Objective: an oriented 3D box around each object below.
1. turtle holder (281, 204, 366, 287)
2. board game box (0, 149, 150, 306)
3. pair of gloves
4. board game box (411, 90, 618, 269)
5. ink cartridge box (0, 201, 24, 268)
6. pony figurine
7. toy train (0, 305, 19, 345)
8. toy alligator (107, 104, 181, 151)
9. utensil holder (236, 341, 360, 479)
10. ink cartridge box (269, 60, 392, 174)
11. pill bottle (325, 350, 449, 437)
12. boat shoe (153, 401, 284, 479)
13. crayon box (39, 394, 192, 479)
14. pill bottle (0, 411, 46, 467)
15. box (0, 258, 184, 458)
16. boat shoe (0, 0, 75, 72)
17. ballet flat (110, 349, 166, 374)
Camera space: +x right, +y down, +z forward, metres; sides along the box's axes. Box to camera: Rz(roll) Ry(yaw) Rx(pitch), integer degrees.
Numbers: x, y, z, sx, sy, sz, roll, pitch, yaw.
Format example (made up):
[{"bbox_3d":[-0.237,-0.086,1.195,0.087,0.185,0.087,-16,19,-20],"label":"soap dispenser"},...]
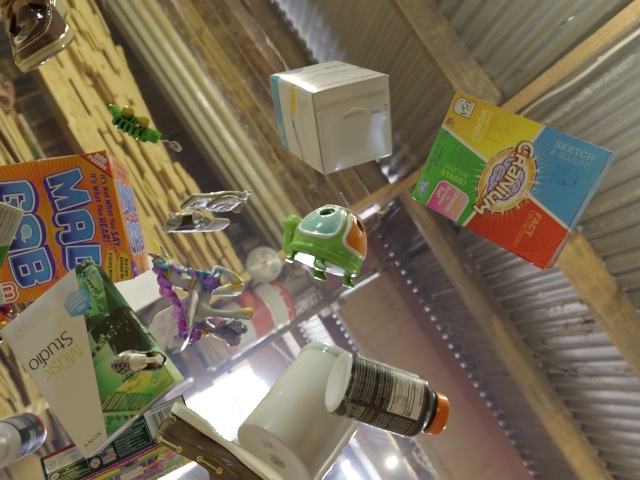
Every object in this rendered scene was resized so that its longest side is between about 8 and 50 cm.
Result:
[{"bbox_3d":[0.018,0.008,1.721,0.243,0.228,0.320,27,-12,-24],"label":"turtle holder"},{"bbox_3d":[-0.735,-0.035,1.490,0.356,0.355,0.357,-177,-104,-78],"label":"board game box"},{"bbox_3d":[-0.325,-0.081,1.435,0.240,0.204,0.042,-34,-112,46],"label":"pair of gloves"},{"bbox_3d":[0.363,-0.125,1.008,0.316,0.064,0.243,34,-65,33],"label":"board game box"},{"bbox_3d":[-0.675,-0.023,0.912,0.208,0.153,0.086,26,-19,-39],"label":"ink cartridge box"},{"bbox_3d":[-0.394,0.216,1.607,0.302,0.363,0.351,-26,-126,40],"label":"pony figurine"},{"bbox_3d":[-0.940,0.254,1.503,0.143,0.105,0.248,35,-27,20],"label":"toy train"},{"bbox_3d":[-0.418,-0.252,1.189,0.189,0.051,0.056,31,-48,-10],"label":"toy alligator"},{"bbox_3d":[-0.040,0.587,1.696,0.327,0.385,0.328,21,-48,25],"label":"utensil holder"},{"bbox_3d":[0.023,-0.316,1.270,0.270,0.198,0.197,44,-32,54],"label":"ink cartridge box"},{"bbox_3d":[0.143,0.329,1.064,0.245,0.131,0.130,22,-15,-11],"label":"pill bottle"},{"bbox_3d":[-0.211,0.477,1.096,0.324,0.097,0.117,32,-18,11],"label":"boat shoe"},{"bbox_3d":[-0.531,0.601,1.400,0.106,0.362,0.313,55,-31,28],"label":"crayon box"},{"bbox_3d":[-0.776,0.498,1.260,0.108,0.107,0.180,56,-3,5],"label":"pill bottle"},{"bbox_3d":[-0.463,0.232,1.031,0.322,0.232,0.058,49,-2,10],"label":"box"},{"bbox_3d":[-0.560,-0.432,0.971,0.123,0.123,0.342,57,4,-45],"label":"boat shoe"},{"bbox_3d":[-0.304,0.205,0.870,0.041,0.041,0.114,50,11,21],"label":"ballet flat"}]
